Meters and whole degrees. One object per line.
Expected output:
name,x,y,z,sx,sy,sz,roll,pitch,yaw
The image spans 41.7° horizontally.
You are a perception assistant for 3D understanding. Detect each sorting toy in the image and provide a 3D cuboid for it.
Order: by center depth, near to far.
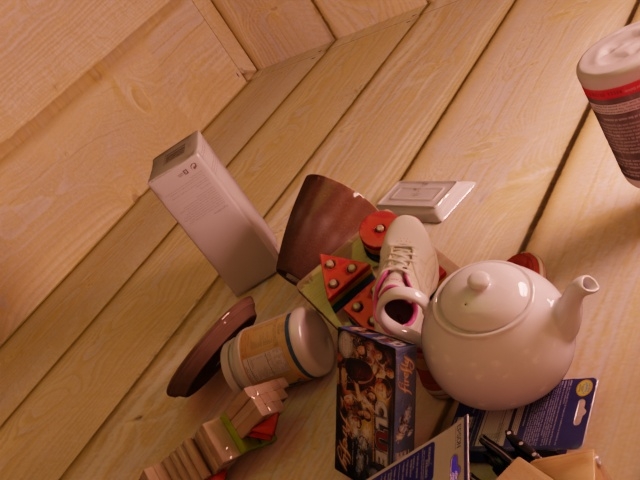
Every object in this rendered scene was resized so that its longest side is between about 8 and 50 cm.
sorting toy,0.115,0.071,1.660,0.257,0.089,0.255,-40,55,-10

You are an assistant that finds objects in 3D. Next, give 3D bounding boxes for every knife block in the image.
knife block,0.258,0.368,1.087,0.242,0.088,0.276,-22,28,29

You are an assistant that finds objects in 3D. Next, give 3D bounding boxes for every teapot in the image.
teapot,0.253,0.119,1.279,0.256,0.187,0.252,-35,39,-9

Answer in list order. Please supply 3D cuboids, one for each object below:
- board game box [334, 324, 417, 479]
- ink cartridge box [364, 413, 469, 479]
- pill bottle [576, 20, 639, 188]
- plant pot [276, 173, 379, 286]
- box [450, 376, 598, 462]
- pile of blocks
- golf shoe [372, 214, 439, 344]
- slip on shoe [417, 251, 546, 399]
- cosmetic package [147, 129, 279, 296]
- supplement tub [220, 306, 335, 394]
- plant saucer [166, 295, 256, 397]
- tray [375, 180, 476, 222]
board game box,0.085,0.269,1.330,0.042,0.243,0.165,-3,7,-32
ink cartridge box,0.107,0.384,1.140,0.332,0.065,0.165,-44,21,36
pill bottle,0.574,-0.197,1.422,0.176,0.318,0.176,-28,25,14
plant pot,0.000,0.000,1.971,0.215,0.215,0.230,9,64,57
box,0.304,0.271,1.262,0.225,0.036,0.136,-13,33,39
pile of blocks,-0.185,0.409,1.584,0.362,0.149,0.113,-40,66,12
golf shoe,0.151,0.072,1.508,0.115,0.140,0.306,-2,59,12
slip on shoe,0.281,0.129,1.471,0.331,0.101,0.123,-44,25,-21
cosmetic package,-0.268,-0.071,2.182,0.156,0.385,0.217,-31,22,7
supplement tub,-0.087,0.229,1.700,0.199,0.144,0.144,-23,27,25
plant saucer,-0.228,0.239,1.834,0.278,0.041,0.278,-50,-8,-9
tray,0.237,-0.104,2.029,0.145,0.030,0.270,-45,27,-24
